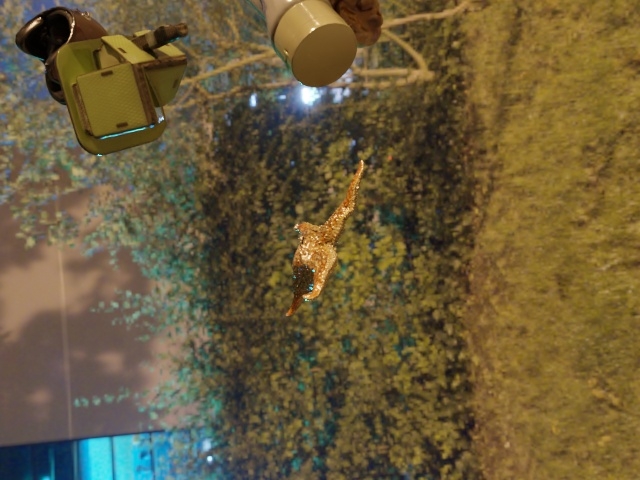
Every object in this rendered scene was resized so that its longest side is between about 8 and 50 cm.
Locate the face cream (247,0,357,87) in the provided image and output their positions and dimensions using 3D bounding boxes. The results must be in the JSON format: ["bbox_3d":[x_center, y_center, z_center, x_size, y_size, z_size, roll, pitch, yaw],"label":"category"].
[{"bbox_3d":[-0.045,-0.249,0.713,0.224,0.070,0.114,57,167,35],"label":"face cream"}]

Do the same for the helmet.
[{"bbox_3d":[-0.558,-0.410,1.563,0.189,0.193,0.216,40,129,31],"label":"helmet"}]

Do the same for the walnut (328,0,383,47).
[{"bbox_3d":[-0.001,-0.283,0.827,0.170,0.143,0.069,49,-141,-35],"label":"walnut"}]

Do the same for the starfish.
[{"bbox_3d":[-0.013,0.011,1.423,0.293,0.084,0.302,132,154,-68],"label":"starfish"}]

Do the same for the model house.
[{"bbox_3d":[-0.319,-0.282,1.280,0.278,0.204,0.218,2,111,45],"label":"model house"}]
